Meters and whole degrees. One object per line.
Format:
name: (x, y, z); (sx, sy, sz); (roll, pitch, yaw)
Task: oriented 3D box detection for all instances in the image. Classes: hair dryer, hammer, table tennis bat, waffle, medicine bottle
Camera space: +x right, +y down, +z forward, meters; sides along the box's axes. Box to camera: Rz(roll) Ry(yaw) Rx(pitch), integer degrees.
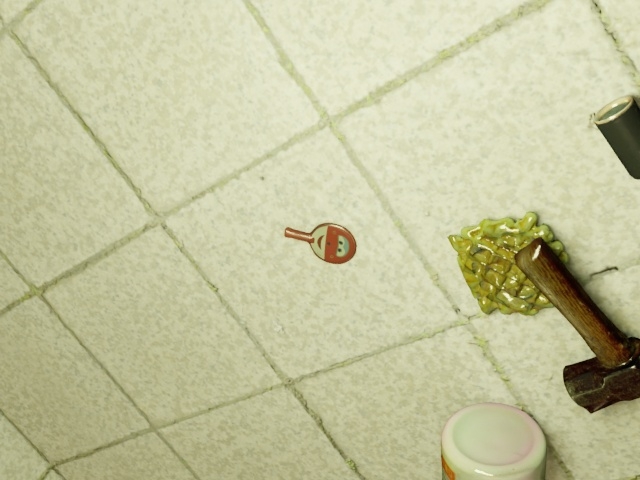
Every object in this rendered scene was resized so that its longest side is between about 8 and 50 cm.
hair dryer: (0.575, -0.201, 1.173); (0.255, 0.070, 0.128); (-28, 108, 29)
hammer: (0.483, 0.149, 1.367); (0.242, 0.095, 0.409); (-30, 118, 35)
table tennis bat: (0.000, 0.000, 1.560); (0.154, 0.019, 0.098); (14, 125, 10)
waffle: (0.364, 0.054, 1.420); (0.204, 0.054, 0.223); (-16, 114, 29)
medicine bottle: (0.375, 0.563, 1.639); (0.219, 0.219, 0.388); (4, 122, 20)
